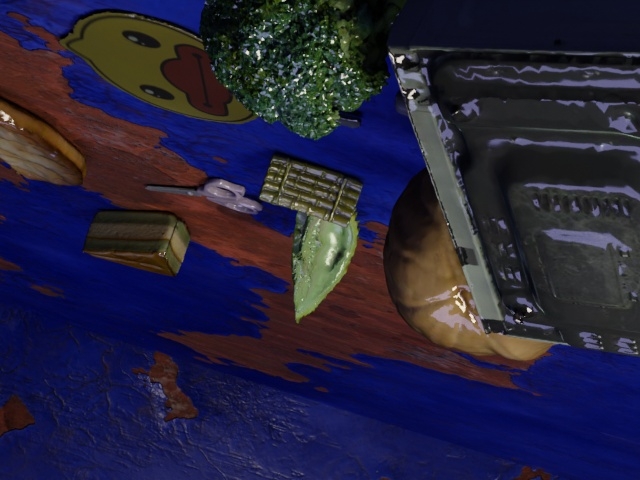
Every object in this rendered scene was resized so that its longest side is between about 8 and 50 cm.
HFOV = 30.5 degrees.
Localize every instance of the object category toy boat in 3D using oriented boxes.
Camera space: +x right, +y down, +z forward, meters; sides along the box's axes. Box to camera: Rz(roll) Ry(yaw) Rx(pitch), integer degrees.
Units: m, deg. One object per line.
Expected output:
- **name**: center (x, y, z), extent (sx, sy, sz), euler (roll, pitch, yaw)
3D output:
- **toy boat**: center (-0.011, -0.060, 1.402), extent (0.115, 0.063, 0.016), euler (17, -159, -7)

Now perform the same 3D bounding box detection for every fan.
- **fan**: center (-0.118, -0.167, 1.236), extent (0.335, 0.011, 0.229), euler (17, 164, 5)

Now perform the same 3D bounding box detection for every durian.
- **durian**: center (0.000, 0.000, 1.492), extent (0.086, 0.100, 0.215), euler (15, 119, 9)

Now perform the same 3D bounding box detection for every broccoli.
- **broccoli**: center (-0.015, -0.174, 0.892), extent (0.195, 0.156, 0.195), euler (51, 162, 23)

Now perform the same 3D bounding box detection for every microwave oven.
- **microwave oven**: center (0.198, -0.064, 0.812), extent (0.238, 0.181, 0.295), euler (8, 141, 30)

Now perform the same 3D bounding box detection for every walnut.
- **walnut**: center (0.173, 0.003, 1.132), extent (0.225, 0.225, 0.261), euler (9, -158, 24)

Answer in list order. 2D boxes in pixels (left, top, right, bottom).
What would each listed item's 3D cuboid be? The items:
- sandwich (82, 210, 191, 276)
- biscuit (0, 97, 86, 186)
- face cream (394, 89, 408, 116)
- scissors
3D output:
- **sandwich**: center (-0.293, -0.012, 1.806), extent (0.163, 0.079, 0.113), euler (16, 162, 8)
- **biscuit**: center (-0.417, -0.148, 1.529), extent (0.154, 0.045, 0.299), euler (8, 161, 30)
- **face cream**: center (0.213, -0.097, 1.002), extent (0.311, 0.092, 0.092), euler (10, 163, 19)
- **scissors**: center (-0.169, -0.066, 1.620), extent (0.189, 0.015, 0.100), euler (8, 161, 33)
